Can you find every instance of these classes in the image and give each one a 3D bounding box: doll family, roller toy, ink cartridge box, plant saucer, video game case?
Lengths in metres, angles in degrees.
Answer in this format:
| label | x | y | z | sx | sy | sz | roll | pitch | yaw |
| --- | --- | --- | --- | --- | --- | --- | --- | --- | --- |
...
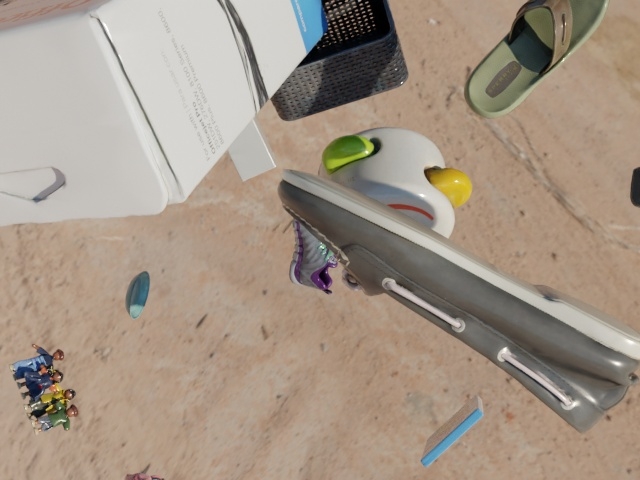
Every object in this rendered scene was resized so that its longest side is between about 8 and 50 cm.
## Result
| label | x | y | z | sx | sy | sz | roll | pitch | yaw |
| --- | --- | --- | --- | --- | --- | --- | --- | --- | --- |
| doll family | -0.577 | 0.311 | 1.437 | 0.111 | 0.076 | 0.193 | -21 | 95 | -30 |
| roller toy | 0.096 | -0.053 | 0.985 | 0.209 | 0.191 | 0.146 | 4 | 53 | -10 |
| ink cartridge box | -0.196 | -0.193 | 0.689 | 0.286 | 0.166 | 0.395 | -4 | 34 | 24 |
| plant saucer | -0.442 | 0.129 | 1.628 | 0.021 | 0.119 | 0.119 | 12 | 51 | 5 |
| video game case | 0.212 | 0.301 | 1.087 | 0.119 | 0.166 | 0.015 | -44 | 78 | 5 |

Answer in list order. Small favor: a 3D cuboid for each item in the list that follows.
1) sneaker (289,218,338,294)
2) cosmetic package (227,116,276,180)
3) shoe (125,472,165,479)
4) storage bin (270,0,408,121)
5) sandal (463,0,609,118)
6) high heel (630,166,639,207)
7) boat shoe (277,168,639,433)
| label | x | y | z | sx | sy | sz | roll | pitch | yaw |
| --- | --- | --- | --- | --- | --- | --- | --- | --- | --- |
| sneaker | 0.000 | 0.000 | 1.363 | 0.098 | 0.223 | 0.083 | 20 | 34 | 25 |
| cosmetic package | -0.203 | -0.282 | 1.709 | 0.238 | 0.107 | 0.127 | 62 | 5 | -22 |
| shoe | -0.263 | 0.416 | 1.077 | 0.063 | 0.178 | 0.081 | 33 | 58 | -41 |
| storage bin | 0.012 | -0.244 | 0.878 | 0.180 | 0.084 | 0.122 | -16 | 53 | 12 |
| sandal | 0.345 | -0.321 | 1.063 | 0.120 | 0.302 | 0.086 | 38 | 8 | 13 |
| high heel | 0.380 | -0.125 | 0.581 | 0.186 | 0.093 | 0.261 | 15 | 88 | -9 |
| boat shoe | 0.098 | 0.047 | 0.565 | 0.335 | 0.095 | 0.112 | 27 | 10 | 10 |
